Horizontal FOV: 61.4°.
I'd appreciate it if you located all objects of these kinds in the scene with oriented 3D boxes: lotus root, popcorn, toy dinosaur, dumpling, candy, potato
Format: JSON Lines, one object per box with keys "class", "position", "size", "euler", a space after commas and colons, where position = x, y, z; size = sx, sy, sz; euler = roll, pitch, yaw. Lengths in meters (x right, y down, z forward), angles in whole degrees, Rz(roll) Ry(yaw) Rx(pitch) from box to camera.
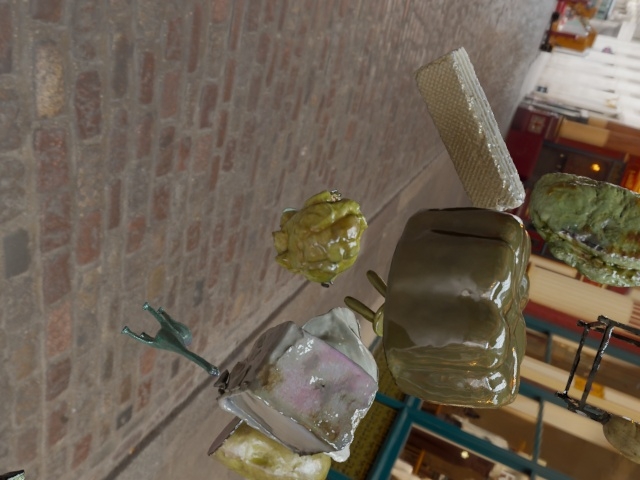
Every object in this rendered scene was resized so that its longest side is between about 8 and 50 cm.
{"class": "lotus root", "position": [0.610, 0.391, 1.041], "size": [0.063, 0.152, 0.072], "euler": [5, 110, -49]}
{"class": "popcorn", "position": [0.000, 0.000, 1.373], "size": [0.286, 0.252, 0.215], "euler": [88, -18, -69]}
{"class": "toy dinosaur", "position": [-0.414, 0.326, 1.671], "size": [0.129, 0.331, 0.383], "euler": [-62, 172, -6]}
{"class": "dumpling", "position": [0.025, 0.318, 1.291], "size": [0.260, 0.181, 0.341], "euler": [39, 71, -40]}
{"class": "candy", "position": [-0.041, 0.228, 0.817], "size": [0.185, 0.195, 0.137], "euler": [-40, -164, 55]}
{"class": "potato", "position": [-0.102, 0.504, 1.301], "size": [0.229, 0.266, 0.229], "euler": [-52, 179, -1]}

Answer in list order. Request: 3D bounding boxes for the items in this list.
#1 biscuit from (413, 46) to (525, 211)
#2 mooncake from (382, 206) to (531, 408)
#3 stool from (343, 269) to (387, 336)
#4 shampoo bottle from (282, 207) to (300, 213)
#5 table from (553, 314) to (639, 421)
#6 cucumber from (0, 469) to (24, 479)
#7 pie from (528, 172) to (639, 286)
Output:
{"class": "biscuit", "position": [0.386, -0.268, 1.377], "size": [0.078, 0.144, 0.426], "euler": [-36, 105, -36]}
{"class": "mooncake", "position": [0.274, 0.123, 0.987], "size": [0.378, 0.201, 0.378], "euler": [-7, 98, -58]}
{"class": "stool", "position": [0.138, 0.149, 1.254], "size": [0.135, 0.110, 0.134], "euler": [-16, 129, -30]}
{"class": "shampoo bottle", "position": [-0.073, -0.057, 1.821], "size": [0.190, 0.069, 0.041], "euler": [58, 46, -68]}
{"class": "table", "position": [0.727, 0.329, 1.250], "size": [0.222, 0.272, 0.335], "euler": [-69, 159, -4]}
{"class": "cucumber", "position": [-0.727, 0.528, 1.102], "size": [0.211, 0.062, 0.078], "euler": [-10, 119, -47]}
{"class": "pie", "position": [0.473, -0.027, 0.898], "size": [0.090, 0.248, 0.201], "euler": [93, 22, -59]}
